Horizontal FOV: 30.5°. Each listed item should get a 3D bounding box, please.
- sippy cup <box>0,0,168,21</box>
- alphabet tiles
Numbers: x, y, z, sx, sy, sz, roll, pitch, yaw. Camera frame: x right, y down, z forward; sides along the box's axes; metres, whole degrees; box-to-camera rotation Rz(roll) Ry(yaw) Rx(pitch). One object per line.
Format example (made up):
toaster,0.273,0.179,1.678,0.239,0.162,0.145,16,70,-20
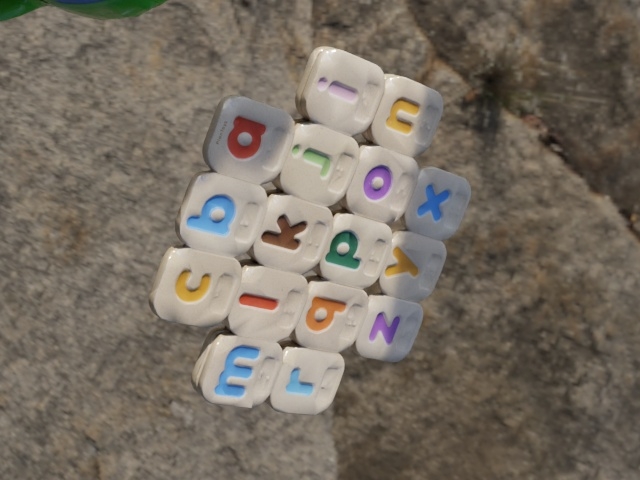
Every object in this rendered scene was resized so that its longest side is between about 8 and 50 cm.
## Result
sippy cup,-0.190,-0.281,0.741,0.224,0.240,0.305,12,91,-59
alphabet tiles,0.000,0.000,0.915,0.278,0.021,0.284,14,100,-43
